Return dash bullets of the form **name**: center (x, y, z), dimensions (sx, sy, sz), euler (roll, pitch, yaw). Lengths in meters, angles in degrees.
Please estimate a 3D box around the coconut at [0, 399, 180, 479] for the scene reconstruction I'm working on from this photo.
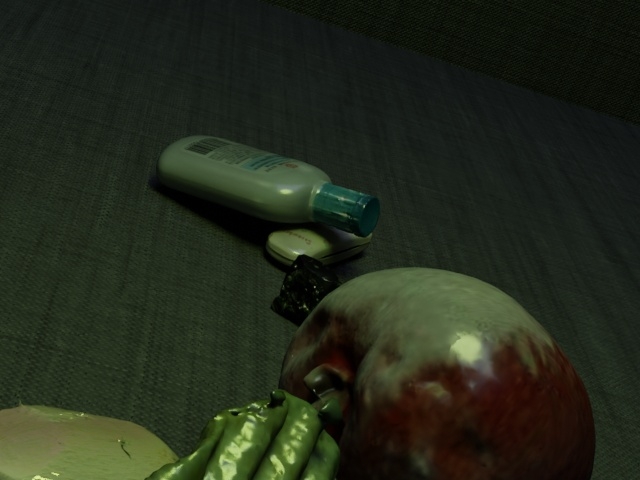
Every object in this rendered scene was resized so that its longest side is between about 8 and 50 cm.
- **coconut**: center (-0.213, 0.233, 0.864), dimensions (0.230, 0.227, 0.227), euler (17, 24, -27)

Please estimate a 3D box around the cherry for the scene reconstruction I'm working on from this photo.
- **cherry**: center (0.117, 0.178, 1.190), dimensions (0.326, 0.291, 0.335), euler (25, 4, 33)

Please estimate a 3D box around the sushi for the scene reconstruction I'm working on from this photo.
- **sushi**: center (-0.008, 0.073, 1.510), dimensions (0.056, 0.083, 0.085), euler (-6, 35, -47)

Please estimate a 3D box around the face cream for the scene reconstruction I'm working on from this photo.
- **face cream**: center (-0.070, -0.079, 1.697), dimensions (0.337, 0.080, 0.163), euler (18, 22, 26)

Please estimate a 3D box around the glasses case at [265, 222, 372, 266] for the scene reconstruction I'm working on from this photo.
- **glasses case**: center (0.000, 0.000, 1.704), dimensions (0.081, 0.051, 0.204), euler (31, 27, 26)

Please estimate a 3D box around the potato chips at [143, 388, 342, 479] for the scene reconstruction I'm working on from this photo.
- **potato chips**: center (-0.023, 0.298, 0.852), dimensions (0.097, 0.373, 0.389), euler (-15, 5, 25)
